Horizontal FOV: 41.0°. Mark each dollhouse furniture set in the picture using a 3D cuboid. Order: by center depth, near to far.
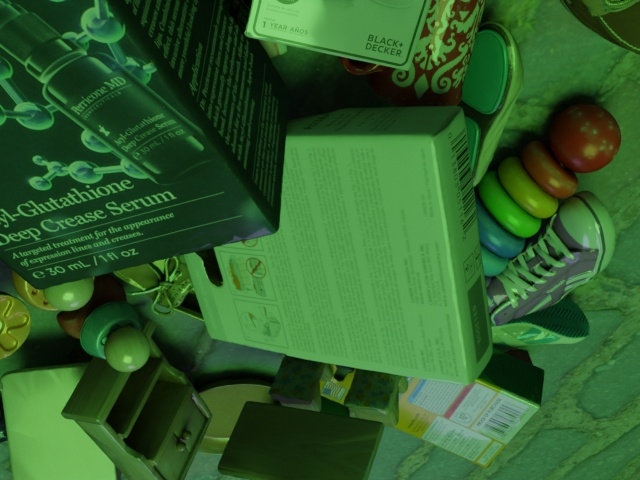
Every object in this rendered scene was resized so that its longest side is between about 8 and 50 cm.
[{"bbox_3d":[-0.118,0.267,1.225,0.394,0.362,0.256,4,140,25],"label":"dollhouse furniture set"}]

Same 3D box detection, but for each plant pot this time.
[{"bbox_3d":[-0.155,0.309,1.519,0.236,0.032,0.236,-6,138,-6],"label":"plant pot"}]

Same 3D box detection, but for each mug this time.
[{"bbox_3d":[0.109,-0.230,0.904,0.150,0.113,0.169,-30,148,-38],"label":"mug"}]

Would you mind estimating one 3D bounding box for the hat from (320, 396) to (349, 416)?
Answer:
[{"bbox_3d":[0.016,0.376,1.478,0.209,0.183,0.173,-4,142,-39],"label":"hat"}]

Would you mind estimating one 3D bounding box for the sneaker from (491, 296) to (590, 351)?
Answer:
[{"bbox_3d":[0.329,0.138,1.410,0.229,0.087,0.092,5,143,-8],"label":"sneaker"}]

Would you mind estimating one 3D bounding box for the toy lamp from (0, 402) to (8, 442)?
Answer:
[{"bbox_3d":[-0.537,0.214,1.287,0.080,0.080,0.274,-13,138,1],"label":"toy lamp"}]

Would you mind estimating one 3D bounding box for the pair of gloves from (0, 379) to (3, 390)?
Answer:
[{"bbox_3d":[-0.553,0.127,1.143,0.240,0.042,0.204,-5,99,-15],"label":"pair of gloves"}]

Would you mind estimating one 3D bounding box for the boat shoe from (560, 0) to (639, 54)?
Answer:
[{"bbox_3d":[0.293,-0.291,0.884,0.123,0.119,0.324,-34,134,24],"label":"boat shoe"}]

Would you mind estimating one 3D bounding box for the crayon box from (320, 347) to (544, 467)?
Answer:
[{"bbox_3d":[0.173,0.232,1.405,0.323,0.083,0.203,23,135,0],"label":"crayon box"}]

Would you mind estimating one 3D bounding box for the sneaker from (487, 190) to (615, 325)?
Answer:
[{"bbox_3d":[0.305,0.045,1.216,0.161,0.102,0.282,-22,153,-19],"label":"sneaker"}]

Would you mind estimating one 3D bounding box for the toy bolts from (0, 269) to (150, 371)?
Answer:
[{"bbox_3d":[-0.334,0.111,1.110,0.218,0.158,0.228,-53,136,-2],"label":"toy bolts"}]

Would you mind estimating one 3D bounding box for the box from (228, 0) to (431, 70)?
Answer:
[{"bbox_3d":[0.036,-0.314,0.754,0.169,0.087,0.289,6,116,-20],"label":"box"}]

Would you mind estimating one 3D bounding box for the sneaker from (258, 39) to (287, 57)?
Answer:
[{"bbox_3d":[-0.083,-0.241,0.903,0.070,0.051,0.134,-18,143,-1],"label":"sneaker"}]

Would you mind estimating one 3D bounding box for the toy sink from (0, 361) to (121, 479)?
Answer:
[{"bbox_3d":[-0.398,0.284,1.332,0.153,0.131,0.234,-5,105,-9],"label":"toy sink"}]

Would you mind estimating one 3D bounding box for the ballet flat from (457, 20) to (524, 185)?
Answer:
[{"bbox_3d":[0.202,-0.168,1.043,0.086,0.086,0.248,-2,140,-12],"label":"ballet flat"}]

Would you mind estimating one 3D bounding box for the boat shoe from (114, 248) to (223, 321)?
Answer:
[{"bbox_3d":[-0.160,0.062,1.171,0.285,0.089,0.104,19,128,-24],"label":"boat shoe"}]

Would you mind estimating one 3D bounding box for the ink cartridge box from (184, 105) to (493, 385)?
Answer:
[{"bbox_3d":[0.000,0.000,1.022,0.385,0.091,0.308,5,121,33],"label":"ink cartridge box"}]

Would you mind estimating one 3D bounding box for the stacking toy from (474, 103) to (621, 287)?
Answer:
[{"bbox_3d":[0.261,-0.050,1.145,0.141,0.141,0.330,27,122,-36],"label":"stacking toy"}]

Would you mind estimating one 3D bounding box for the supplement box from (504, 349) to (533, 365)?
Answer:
[{"bbox_3d":[0.337,0.237,1.544,0.055,0.043,0.083,12,133,-24],"label":"supplement box"}]

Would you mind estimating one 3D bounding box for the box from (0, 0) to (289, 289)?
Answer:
[{"bbox_3d":[-0.242,-0.165,0.796,0.294,0.211,0.395,-13,139,19],"label":"box"}]
